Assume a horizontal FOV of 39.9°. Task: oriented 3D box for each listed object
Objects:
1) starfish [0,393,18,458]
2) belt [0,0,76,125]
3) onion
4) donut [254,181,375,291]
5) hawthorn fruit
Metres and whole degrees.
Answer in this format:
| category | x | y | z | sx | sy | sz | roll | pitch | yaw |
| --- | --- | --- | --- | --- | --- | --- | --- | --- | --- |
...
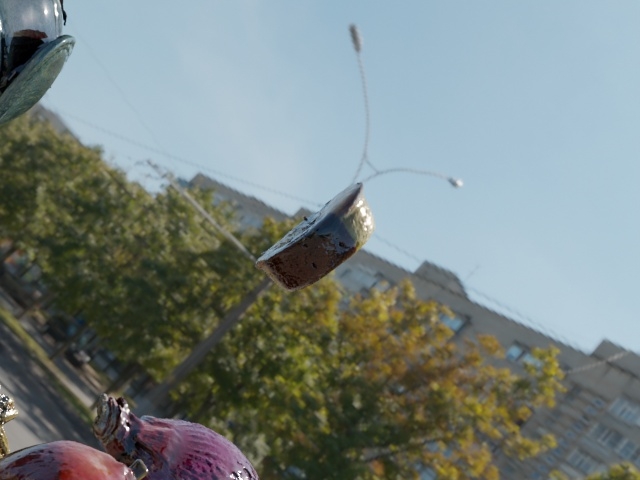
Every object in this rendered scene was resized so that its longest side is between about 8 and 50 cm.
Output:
| category | x | y | z | sx | sy | sz | roll | pitch | yaw |
| --- | --- | --- | --- | --- | --- | --- | --- | --- | --- |
| starfish | -0.515 | 0.274 | 1.296 | 0.074 | 0.146 | 0.189 | 4 | -54 | 35 |
| belt | -0.325 | -0.179 | 0.710 | 0.268 | 0.116 | 0.206 | 11 | -65 | 17 |
| onion | -0.180 | 0.351 | 1.233 | 0.267 | 0.159 | 0.348 | -81 | 155 | -53 |
| donut | 0.000 | 0.000 | 1.212 | 0.073 | 0.184 | 0.166 | 55 | -33 | -8 |
| hawthorn fruit | -0.241 | 0.256 | 0.789 | 0.169 | 0.188 | 0.169 | 32 | -34 | 25 |
